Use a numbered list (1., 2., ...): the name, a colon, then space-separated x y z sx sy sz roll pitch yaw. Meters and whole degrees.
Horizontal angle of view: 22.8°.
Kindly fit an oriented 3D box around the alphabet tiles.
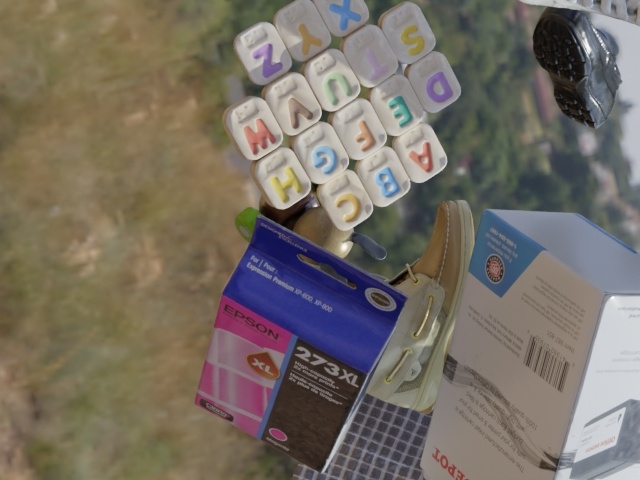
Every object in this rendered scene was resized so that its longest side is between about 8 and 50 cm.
1. alphabet tiles: 0.028 -0.165 1.919 0.278 0.284 0.021 61 -13 -18

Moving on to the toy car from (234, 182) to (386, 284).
1. toy car: 0.000 0.000 2.260 0.188 0.155 0.149 37 -25 32

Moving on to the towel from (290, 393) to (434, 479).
1. towel: 0.085 0.341 2.269 0.121 0.235 0.283 81 31 -59

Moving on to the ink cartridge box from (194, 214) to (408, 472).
1. ink cartridge box: -0.030 0.122 1.713 0.069 0.176 0.371 -58 173 -33

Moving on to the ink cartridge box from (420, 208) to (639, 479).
1. ink cartridge box: 0.236 0.149 1.621 0.223 0.129 0.307 41 -56 54

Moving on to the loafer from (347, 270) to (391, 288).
1. loafer: 0.077 0.123 2.200 0.130 0.366 0.133 10 97 -49

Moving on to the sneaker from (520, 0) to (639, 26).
1. sneaker: 0.269 -0.244 1.454 0.092 0.229 0.087 56 -40 45

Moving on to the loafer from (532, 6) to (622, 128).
1. loafer: 0.285 -0.203 1.731 0.078 0.076 0.223 -58 152 -11

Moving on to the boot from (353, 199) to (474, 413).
1. boot: 0.064 0.064 1.866 0.095 0.203 0.262 -95 -162 -73
